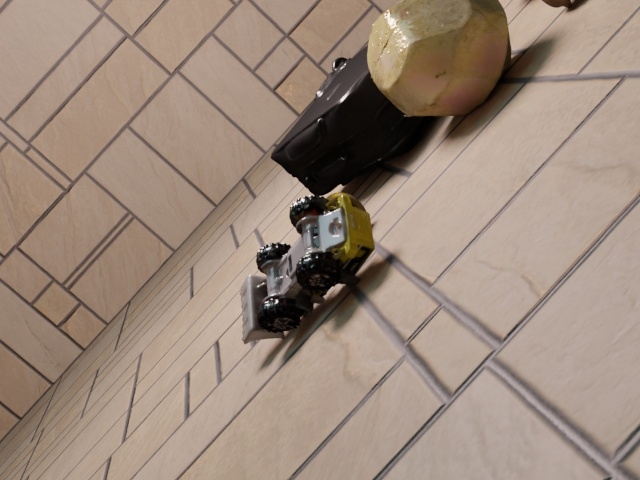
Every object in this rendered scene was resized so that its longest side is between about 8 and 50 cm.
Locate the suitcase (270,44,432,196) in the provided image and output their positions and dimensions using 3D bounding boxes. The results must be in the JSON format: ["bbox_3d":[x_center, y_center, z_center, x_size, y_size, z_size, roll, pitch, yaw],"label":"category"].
[{"bbox_3d":[0.083,-0.249,1.865,0.339,0.188,0.345,-52,14,-29],"label":"suitcase"}]

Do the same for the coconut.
[{"bbox_3d":[0.204,-0.297,1.587,0.237,0.236,0.197,174,97,-74],"label":"coconut"}]

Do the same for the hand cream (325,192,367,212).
[{"bbox_3d":[0.000,0.000,1.630,0.084,0.084,0.203,-55,6,-36],"label":"hand cream"}]

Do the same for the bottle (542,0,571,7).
[{"bbox_3d":[0.414,-0.465,1.550,0.209,0.110,0.097,-45,17,9],"label":"bottle"}]

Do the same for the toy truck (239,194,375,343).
[{"bbox_3d":[-0.024,0.049,1.435,0.286,0.111,0.136,-47,38,44],"label":"toy truck"}]
